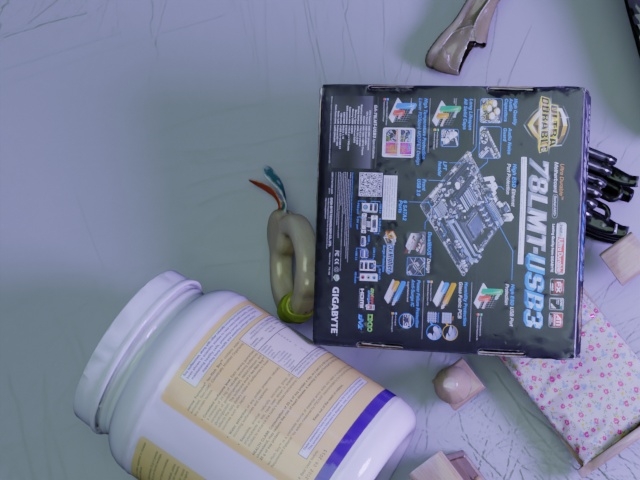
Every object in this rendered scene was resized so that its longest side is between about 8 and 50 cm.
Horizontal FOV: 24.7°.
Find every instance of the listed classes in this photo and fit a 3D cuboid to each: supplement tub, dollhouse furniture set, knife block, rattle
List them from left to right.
[{"bbox_3d":[-0.086,0.205,1.650,0.331,0.241,0.241,33,85,12],"label":"supplement tub"},{"bbox_3d":[0.000,0.000,1.767,0.143,0.130,0.199,-10,52,-6],"label":"rattle"},{"bbox_3d":[0.242,-0.081,1.754,0.276,0.242,0.088,16,77,55],"label":"knife block"},{"bbox_3d":[0.292,0.209,1.614,0.355,0.174,0.303,-38,78,7],"label":"dollhouse furniture set"}]

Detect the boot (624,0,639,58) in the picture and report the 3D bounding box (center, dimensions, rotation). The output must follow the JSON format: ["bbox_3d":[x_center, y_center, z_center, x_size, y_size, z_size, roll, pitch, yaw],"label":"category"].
[{"bbox_3d":[0.493,-0.298,1.724,0.260,0.131,0.348,-15,89,11],"label":"boot"}]

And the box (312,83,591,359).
[{"bbox_3d":[0.143,-0.023,1.603,0.293,0.073,0.295,2,90,14],"label":"box"}]

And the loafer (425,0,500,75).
[{"bbox_3d":[0.190,-0.262,1.800,0.050,0.056,0.148,39,96,11],"label":"loafer"}]
